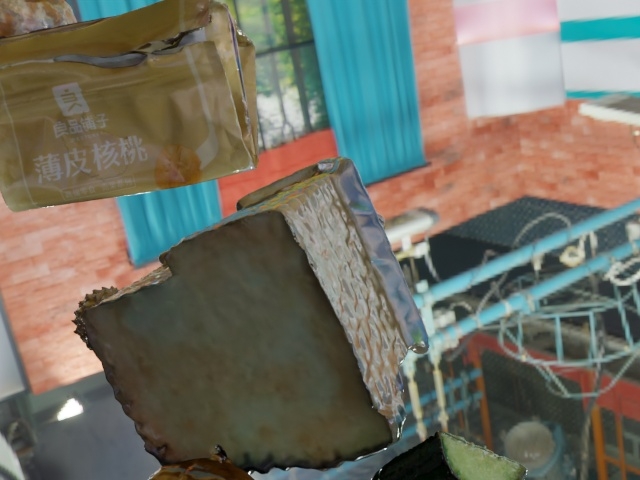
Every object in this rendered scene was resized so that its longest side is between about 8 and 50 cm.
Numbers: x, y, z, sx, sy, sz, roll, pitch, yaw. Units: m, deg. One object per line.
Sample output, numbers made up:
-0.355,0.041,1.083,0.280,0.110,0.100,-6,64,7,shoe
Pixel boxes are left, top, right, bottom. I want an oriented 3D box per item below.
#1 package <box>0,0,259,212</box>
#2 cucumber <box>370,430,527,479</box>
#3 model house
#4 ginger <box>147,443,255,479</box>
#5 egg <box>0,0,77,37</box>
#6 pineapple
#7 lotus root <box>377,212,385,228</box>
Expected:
-0.243,-0.177,1.011,0.311,0.221,0.165,-8,152,11,package
0.129,0.314,1.044,0.244,0.115,0.063,-49,-166,49,cucumber
-0.066,0.115,1.378,0.445,0.395,0.400,-22,-167,29,model house
-0.065,0.356,0.894,0.176,0.254,0.418,-45,-149,-24,ginger
-0.521,-0.362,1.513,0.195,0.233,0.195,-26,-141,24,egg
-0.456,0.178,1.852,0.166,0.166,0.193,-10,179,2,pineapple
-0.001,0.009,1.940,0.291,0.193,0.193,-4,-167,-23,lotus root
